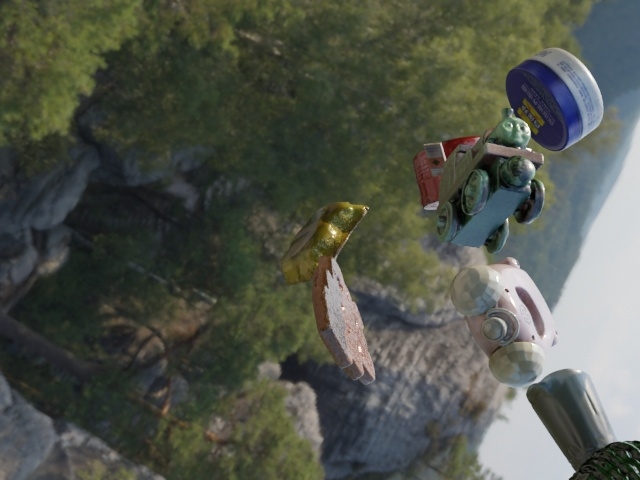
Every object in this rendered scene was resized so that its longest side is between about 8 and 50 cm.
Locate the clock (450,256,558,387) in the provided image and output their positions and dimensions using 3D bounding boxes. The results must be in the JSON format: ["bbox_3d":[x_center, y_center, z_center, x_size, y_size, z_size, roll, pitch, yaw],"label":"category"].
[{"bbox_3d":[0.497,0.212,2.279,0.184,0.342,0.326,-37,170,26],"label":"clock"}]

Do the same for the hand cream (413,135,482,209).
[{"bbox_3d":[0.361,-0.175,2.220,0.230,0.230,0.149,37,38,-78],"label":"hand cream"}]

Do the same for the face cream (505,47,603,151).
[{"bbox_3d":[0.497,-0.301,1.792,0.111,0.206,0.206,-30,161,-10],"label":"face cream"}]

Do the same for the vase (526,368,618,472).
[{"bbox_3d":[0.627,0.464,1.980,0.156,0.300,0.251,-38,148,24],"label":"vase"}]

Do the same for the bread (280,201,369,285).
[{"bbox_3d":[0.000,0.000,1.907,0.233,0.088,0.161,-58,-167,-25],"label":"bread"}]

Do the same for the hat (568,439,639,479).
[{"bbox_3d":[0.587,0.532,1.476,0.274,0.332,0.242,-42,127,-5],"label":"hat"}]

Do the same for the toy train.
[{"bbox_3d":[0.319,-0.111,1.610,0.304,0.150,0.221,122,-23,-62],"label":"toy train"}]

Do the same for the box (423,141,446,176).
[{"bbox_3d":[0.277,-0.192,2.013,0.012,0.046,0.083,-45,123,-46],"label":"box"}]

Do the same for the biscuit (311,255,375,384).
[{"bbox_3d":[0.032,0.164,1.691,0.043,0.283,0.306,-20,174,12],"label":"biscuit"}]
